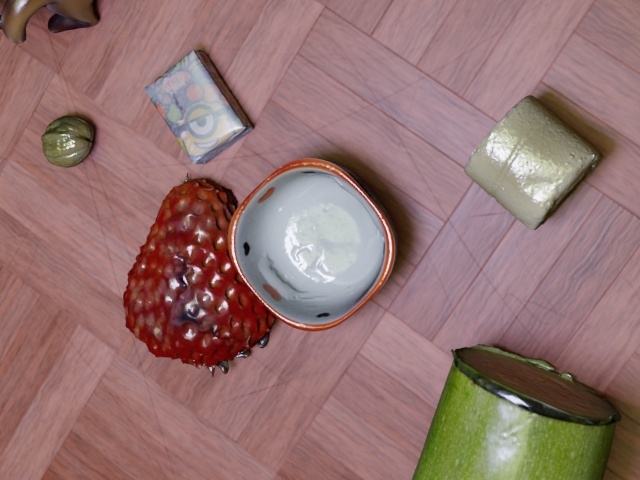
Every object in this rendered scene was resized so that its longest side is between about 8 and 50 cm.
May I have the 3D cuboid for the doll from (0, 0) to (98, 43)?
[{"bbox_3d":[-0.482,-0.446,1.898,0.339,0.209,0.318,35,74,8],"label":"doll"}]

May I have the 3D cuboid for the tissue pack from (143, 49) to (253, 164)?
[{"bbox_3d":[-0.188,-0.205,1.895,0.108,0.060,0.148,-33,88,18],"label":"tissue pack"}]

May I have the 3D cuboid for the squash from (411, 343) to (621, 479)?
[{"bbox_3d":[0.254,0.366,1.738,0.263,0.263,0.384,19,103,14],"label":"squash"}]

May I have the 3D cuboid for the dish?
[{"bbox_3d":[0.000,0.000,1.835,0.256,0.117,0.256,2,98,16],"label":"dish"}]

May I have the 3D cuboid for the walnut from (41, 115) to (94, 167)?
[{"bbox_3d":[-0.404,-0.159,1.960,0.092,0.092,0.092,3,99,17],"label":"walnut"}]

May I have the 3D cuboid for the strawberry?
[{"bbox_3d":[-0.186,0.070,1.890,0.253,0.150,0.280,30,107,11],"label":"strawberry"}]

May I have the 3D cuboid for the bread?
[{"bbox_3d":[0.297,-0.108,1.719,0.141,0.134,0.148,41,120,9],"label":"bread"}]
